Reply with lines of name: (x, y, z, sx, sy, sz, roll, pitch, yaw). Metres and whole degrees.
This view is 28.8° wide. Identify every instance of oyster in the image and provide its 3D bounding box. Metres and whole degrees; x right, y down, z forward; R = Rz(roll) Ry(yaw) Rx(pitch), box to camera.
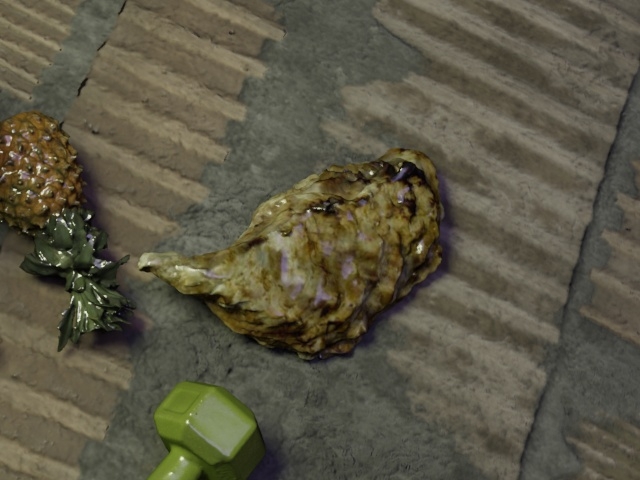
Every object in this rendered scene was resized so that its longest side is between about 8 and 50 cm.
oyster: (0.002, 0.027, 1.409, 0.396, 0.111, 0.204, -27, 84, -29)

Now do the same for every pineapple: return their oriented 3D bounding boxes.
pineapple: (-0.276, -0.010, 1.324, 0.125, 0.125, 0.251, -24, 84, -24)

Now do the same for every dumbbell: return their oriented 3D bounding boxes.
dumbbell: (-0.178, 0.278, 1.252, 0.302, 0.121, 0.108, -51, 121, -27)
